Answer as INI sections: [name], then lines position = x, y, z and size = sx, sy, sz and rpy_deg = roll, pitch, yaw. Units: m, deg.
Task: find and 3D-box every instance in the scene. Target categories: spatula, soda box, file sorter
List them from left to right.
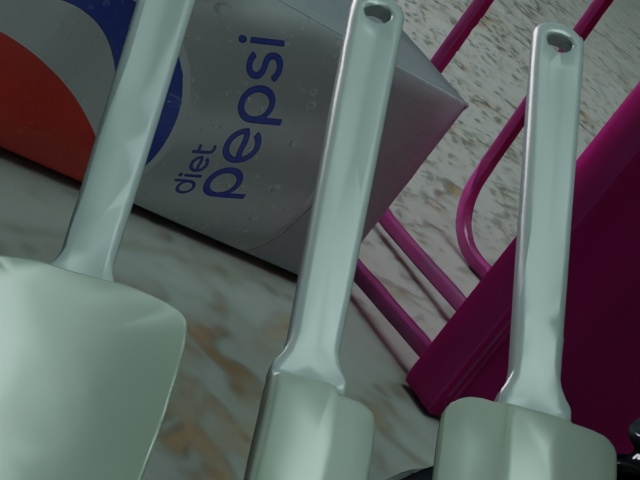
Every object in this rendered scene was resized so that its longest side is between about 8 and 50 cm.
[soda box]
position = -0.090, -0.086, 0.578
size = 0.286, 0.091, 0.098
rpy_deg = 24, 21, -38
[spatula]
position = 0.000, 0.000, 0.452
size = 0.168, 0.019, 0.242
rpy_deg = 15, 47, -5
[file sorter]
position = 0.151, -0.032, 0.738
size = 0.291, 0.202, 0.182
rpy_deg = 21, 23, -44

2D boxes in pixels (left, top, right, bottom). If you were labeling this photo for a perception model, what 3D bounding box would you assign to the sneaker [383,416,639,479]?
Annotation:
[sneaker]
position = 0.142, 0.101, 0.509
size = 0.321, 0.127, 0.126
rpy_deg = 21, 25, -40
